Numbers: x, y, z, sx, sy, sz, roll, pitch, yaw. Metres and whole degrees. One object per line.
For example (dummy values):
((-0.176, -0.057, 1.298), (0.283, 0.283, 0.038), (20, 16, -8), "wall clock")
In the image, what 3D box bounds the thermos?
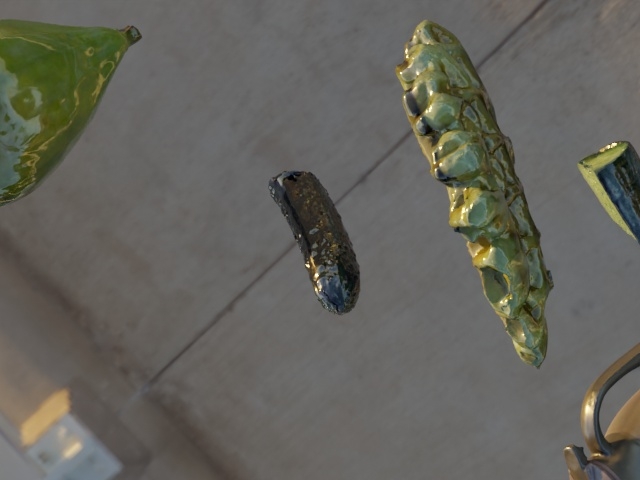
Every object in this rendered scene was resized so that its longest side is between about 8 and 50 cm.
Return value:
((0.281, 0.151, 1.090), (0.105, 0.193, 0.137), (-7, 110, 62), "thermos")

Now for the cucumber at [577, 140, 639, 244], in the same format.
((0.357, -0.061, 1.552), (0.062, 0.116, 0.115), (-31, 108, 5), "cucumber")

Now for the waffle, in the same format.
((0.114, -0.042, 0.926), (0.054, 0.223, 0.204), (-22, 133, 12), "waffle")

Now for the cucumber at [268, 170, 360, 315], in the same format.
((0.001, -0.003, 1.473), (0.067, 0.245, 0.067), (-10, 126, -14), "cucumber")

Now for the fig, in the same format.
((-0.397, -0.195, 1.675), (0.233, 0.314, 0.233), (28, 169, 6), "fig")
